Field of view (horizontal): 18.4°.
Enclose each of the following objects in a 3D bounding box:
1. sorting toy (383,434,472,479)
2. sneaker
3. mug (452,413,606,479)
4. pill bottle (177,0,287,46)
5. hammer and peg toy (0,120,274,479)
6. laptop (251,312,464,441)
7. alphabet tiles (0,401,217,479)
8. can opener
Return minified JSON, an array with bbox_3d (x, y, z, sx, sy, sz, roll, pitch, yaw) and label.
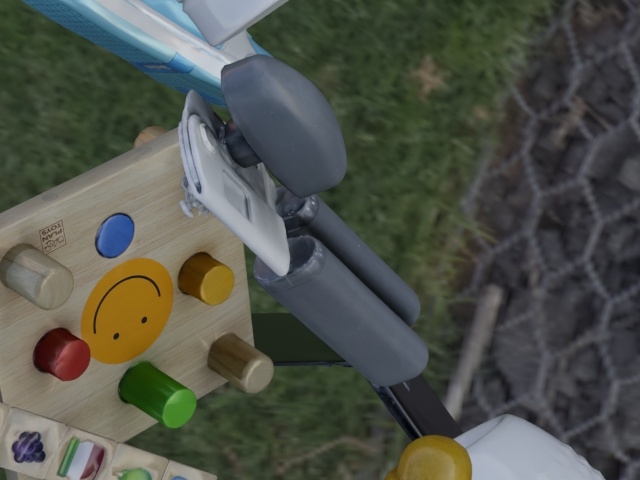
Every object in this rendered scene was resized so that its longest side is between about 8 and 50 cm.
[{"bbox_3d":[0.120,0.161,0.636,0.365,0.127,0.126,19,105,42],"label":"sorting toy"},{"bbox_3d":[-0.113,-0.252,1.821,0.127,0.319,0.208,11,76,50],"label":"sneaker"},{"bbox_3d":[0.136,0.351,1.654,0.374,0.276,0.328,-30,87,-17],"label":"mug"},{"bbox_3d":[-0.077,-0.200,0.910,0.117,0.117,0.215,-33,94,19],"label":"pill bottle"},{"bbox_3d":[-0.203,0.070,1.572,0.127,0.361,0.266,29,135,41],"label":"hammer and peg toy"},{"bbox_3d":[-0.010,0.200,2.062,0.236,0.382,0.408,-36,93,5],"label":"laptop"},{"bbox_3d":[-0.197,0.237,1.307,0.009,0.198,0.237,24,91,62],"label":"alphabet tiles"},{"bbox_3d":[0.000,0.000,1.153,0.093,0.280,0.074,-18,54,17],"label":"can opener"}]
